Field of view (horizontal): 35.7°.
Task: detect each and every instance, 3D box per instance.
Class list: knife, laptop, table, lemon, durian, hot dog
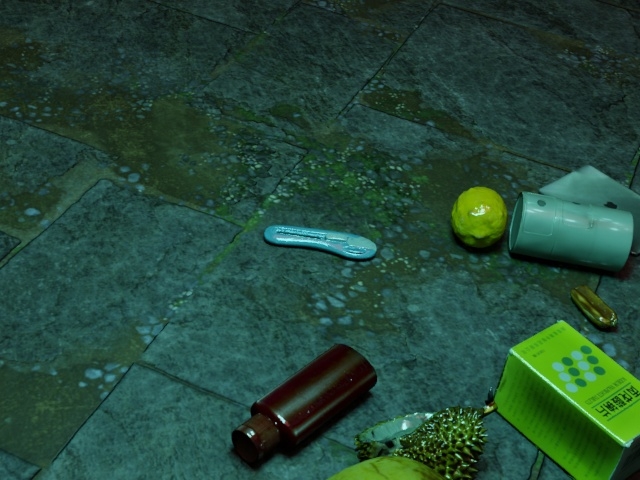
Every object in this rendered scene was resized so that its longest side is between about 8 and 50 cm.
[{"bbox_3d":[0.000,0.000,1.935,0.222,0.031,0.064,9,42,1],"label":"knife"},{"bbox_3d":[0.628,-0.070,2.155,0.187,0.015,0.269,-24,49,-34],"label":"laptop"},{"bbox_3d":[0.494,-0.017,1.976,0.220,0.126,0.126,12,38,2],"label":"table"},{"bbox_3d":[0.318,-0.050,1.994,0.114,0.114,0.155,9,33,0],"label":"lemon"},{"bbox_3d":[0.174,0.319,1.476,0.237,0.193,0.138,-19,87,-16],"label":"durian"},{"bbox_3d":[0.514,0.127,1.875,0.049,0.037,0.122,-18,39,-13],"label":"hot dog"}]

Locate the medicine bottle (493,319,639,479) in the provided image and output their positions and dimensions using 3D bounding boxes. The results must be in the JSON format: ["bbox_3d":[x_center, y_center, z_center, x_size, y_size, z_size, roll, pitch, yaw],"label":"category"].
[{"bbox_3d":[0.417,0.267,1.596,0.137,0.141,0.250,-20,46,-35],"label":"medicine bottle"}]

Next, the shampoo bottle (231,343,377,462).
[{"bbox_3d":[-0.028,0.259,1.578,0.102,0.064,0.260,34,45,28],"label":"shampoo bottle"}]

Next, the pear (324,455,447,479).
[{"bbox_3d":[0.075,0.417,1.252,0.280,0.281,0.281,5,38,-4],"label":"pear"}]
